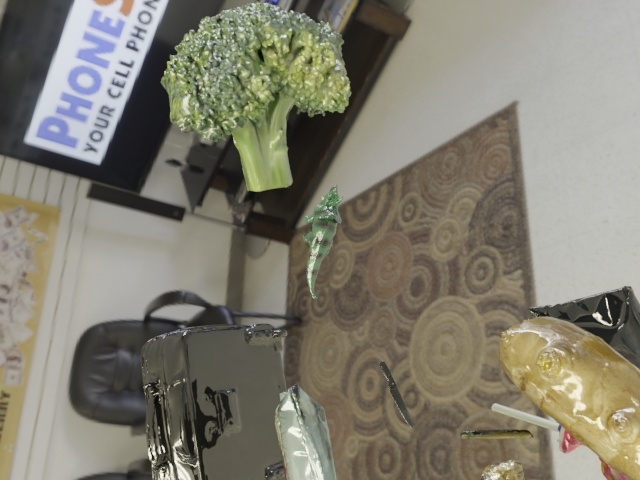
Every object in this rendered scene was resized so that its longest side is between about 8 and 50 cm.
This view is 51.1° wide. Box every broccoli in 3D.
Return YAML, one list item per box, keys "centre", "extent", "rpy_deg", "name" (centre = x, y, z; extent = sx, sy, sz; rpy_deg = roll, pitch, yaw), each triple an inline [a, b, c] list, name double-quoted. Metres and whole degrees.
- centre: [-0.078, -0.241, 1.078]
  extent: [0.249, 0.302, 0.375]
  rpy_deg: [-24, 9, 29]
  name: "broccoli"

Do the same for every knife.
- centre: [0.179, 0.363, 1.580]
  extent: [0.010, 0.023, 0.170]
  rpy_deg: [101, 146, -65]
  name: "knife"

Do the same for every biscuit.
- centre: [-0.028, 0.323, 1.066]
  extent: [0.309, 0.079, 0.186]
  rpy_deg: [109, 148, -77]
  name: "biscuit"

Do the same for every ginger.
- centre: [0.398, 0.253, 0.908]
  extent: [0.166, 0.236, 0.375]
  rpy_deg: [-33, 58, 7]
  name: "ginger"

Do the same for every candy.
- centre: [0.420, 0.321, 1.121]
  extent: [0.365, 0.124, 0.124]
  rpy_deg: [1, 77, 60]
  name: "candy"

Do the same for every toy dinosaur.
- centre: [-0.004, -0.005, 1.732]
  extent: [0.120, 0.079, 0.292]
  rpy_deg: [-128, 54, -68]
  name: "toy dinosaur"

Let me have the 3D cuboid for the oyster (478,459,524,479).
- centre: [0.318, 0.503, 1.156]
  extent: [0.161, 0.107, 0.233]
  rpy_deg: [149, 122, -61]
  name: "oyster"

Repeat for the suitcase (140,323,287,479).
- centre: [-0.204, 0.347, 1.352]
  extent: [0.188, 0.339, 0.345]
  rpy_deg: [-16, 77, 33]
  name: "suitcase"

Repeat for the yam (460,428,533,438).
- centre: [0.253, 0.279, 0.964]
  extent: [0.014, 0.107, 0.014]
  rpy_deg: [-179, 90, -83]
  name: "yam"

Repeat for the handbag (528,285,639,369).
- centre: [0.543, 0.199, 1.264]
  extent: [0.211, 0.254, 0.089]
  rpy_deg: [-20, 24, 48]
  name: "handbag"
